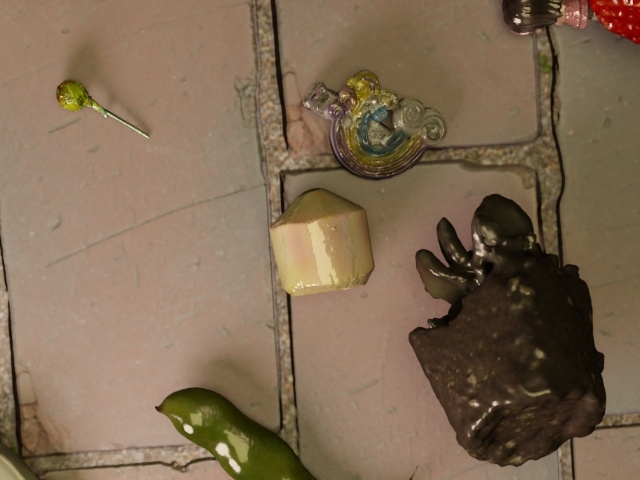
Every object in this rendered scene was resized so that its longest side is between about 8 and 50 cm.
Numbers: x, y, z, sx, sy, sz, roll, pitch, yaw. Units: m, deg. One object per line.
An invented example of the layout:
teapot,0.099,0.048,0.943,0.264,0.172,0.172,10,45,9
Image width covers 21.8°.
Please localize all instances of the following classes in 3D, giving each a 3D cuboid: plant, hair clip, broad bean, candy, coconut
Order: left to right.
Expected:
candy,-0.253,-0.150,1.943,0.123,0.035,0.035,27,69,-16
broad bean,-0.049,0.256,1.955,0.318,0.056,0.098,22,82,-11
coconut,0.000,0.000,1.929,0.116,0.116,0.122,-9,90,-6
hair clip,0.060,-0.133,1.969,0.172,0.049,0.116,29,101,-14
plant,0.207,0.105,1.897,0.188,0.199,0.276,-30,54,29

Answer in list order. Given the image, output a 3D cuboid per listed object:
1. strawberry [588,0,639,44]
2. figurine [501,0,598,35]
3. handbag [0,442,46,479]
strawberry,0.416,-0.349,1.878,0.257,0.277,0.257,2,83,-17
figurine,0.275,-0.284,1.982,0.129,0.054,0.072,-7,87,-8
handbag,-0.396,0.373,1.912,0.256,0.079,0.219,-40,105,-4
